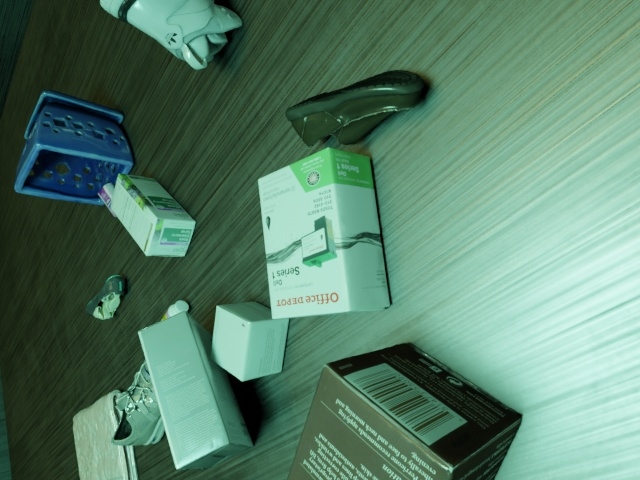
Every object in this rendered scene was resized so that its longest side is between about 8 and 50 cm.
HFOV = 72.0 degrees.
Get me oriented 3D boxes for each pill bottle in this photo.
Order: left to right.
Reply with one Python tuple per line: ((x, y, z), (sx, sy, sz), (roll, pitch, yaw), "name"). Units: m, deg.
((-0.324, 0.170, 0.978), (0.083, 0.043, 0.043), (-51, 57, 30), "pill bottle")

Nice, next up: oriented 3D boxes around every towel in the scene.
((-0.611, 0.613, 1.236), (0.331, 0.053, 0.317), (-33, 66, 37), "towel")

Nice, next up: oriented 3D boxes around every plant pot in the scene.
((-0.674, -0.255, 1.204), (0.236, 0.235, 0.212), (-33, 61, 39), "plant pot")

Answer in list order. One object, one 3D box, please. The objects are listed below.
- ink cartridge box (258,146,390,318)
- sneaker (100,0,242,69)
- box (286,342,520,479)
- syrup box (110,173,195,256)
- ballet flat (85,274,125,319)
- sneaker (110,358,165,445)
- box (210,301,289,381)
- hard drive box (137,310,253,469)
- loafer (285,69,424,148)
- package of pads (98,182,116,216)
((0.000, 0.000, 0.641), (0.160, 0.092, 0.220), (-15, 78, 43), "ink cartridge box")
((-0.259, -0.494, 0.883), (0.137, 0.210, 0.366), (-26, 37, 40), "sneaker")
((0.085, 0.254, 0.501), (0.168, 0.167, 0.203), (29, 109, 40), "box")
((-0.390, -0.061, 1.015), (0.237, 0.093, 0.096), (37, 113, 38), "syrup box")
((-0.596, 0.176, 1.224), (0.203, 0.074, 0.074), (-43, 61, 32), "ballet flat")
((-0.395, 0.353, 0.991), (0.105, 0.115, 0.282), (27, 107, 41), "sneaker")
((-0.122, 0.169, 0.756), (0.102, 0.087, 0.101), (15, 99, 43), "box")
((-0.215, 0.266, 0.777), (0.181, 0.089, 0.232), (82, 162, -62), "hard drive box")
((0.050, -0.179, 0.623), (0.220, 0.080, 0.078), (1, 122, 43), "loafer")
((-0.572, -0.112, 1.215), (0.050, 0.032, 0.083), (-34, 92, 35), "package of pads")
